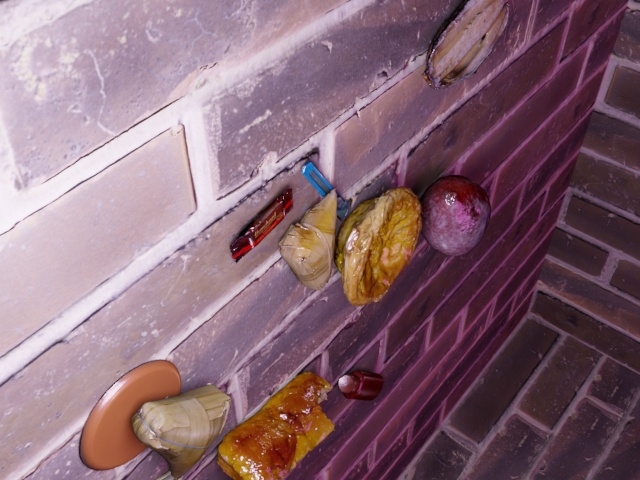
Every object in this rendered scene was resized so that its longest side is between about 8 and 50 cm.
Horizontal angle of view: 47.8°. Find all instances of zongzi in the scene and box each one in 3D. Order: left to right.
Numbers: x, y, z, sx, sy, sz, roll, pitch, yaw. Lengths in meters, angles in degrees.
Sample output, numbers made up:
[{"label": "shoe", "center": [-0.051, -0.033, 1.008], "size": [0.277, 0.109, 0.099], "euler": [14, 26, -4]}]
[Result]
[{"label": "zongzi", "center": [-0.315, 0.417, 1.465], "size": [0.228, 0.115, 0.256], "euler": [2, 125, -58]}, {"label": "zongzi", "center": [0.000, 0.000, 1.639], "size": [0.197, 0.099, 0.194], "euler": [-55, 153, -20]}]

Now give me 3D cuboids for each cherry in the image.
[{"label": "cherry", "center": [0.390, -0.080, 2.117], "size": [0.230, 0.203, 0.300], "euler": [-52, 152, -8]}]

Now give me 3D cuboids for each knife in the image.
[{"label": "knife", "center": [0.015, -0.106, 1.632], "size": [0.044, 0.026, 0.296], "euler": [-47, 154, 0]}]

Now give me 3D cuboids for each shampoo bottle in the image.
[{"label": "shampoo bottle", "center": [0.131, 0.478, 2.379], "size": [0.102, 0.064, 0.260], "euler": [-60, 154, 1]}]

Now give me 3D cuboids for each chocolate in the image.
[{"label": "chocolate", "center": [-0.118, -0.033, 1.472], "size": [0.182, 0.028, 0.086], "euler": [-49, 159, -19]}]

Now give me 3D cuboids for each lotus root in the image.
[{"label": "lotus root", "center": [0.341, -0.493, 1.767], "size": [0.329, 0.078, 0.167], "euler": [-47, 128, -21]}]

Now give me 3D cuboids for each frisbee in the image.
[{"label": "frisbee", "center": [-0.368, 0.347, 1.426], "size": [0.251, 0.021, 0.251], "euler": [-42, 148, -35]}]

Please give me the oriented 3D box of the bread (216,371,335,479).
[{"label": "bread", "center": [-0.088, 0.495, 1.882], "size": [0.380, 0.185, 0.109], "euler": [-34, 151, -42]}]

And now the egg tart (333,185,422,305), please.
[{"label": "egg tart", "center": [0.134, 0.003, 1.836], "size": [0.341, 0.129, 0.341], "euler": [-39, 146, -34]}]

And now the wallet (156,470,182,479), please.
[{"label": "wallet", "center": [-0.374, 0.610, 1.657], "size": [0.110, 0.039, 0.155], "euler": [-24, 137, -55]}]
